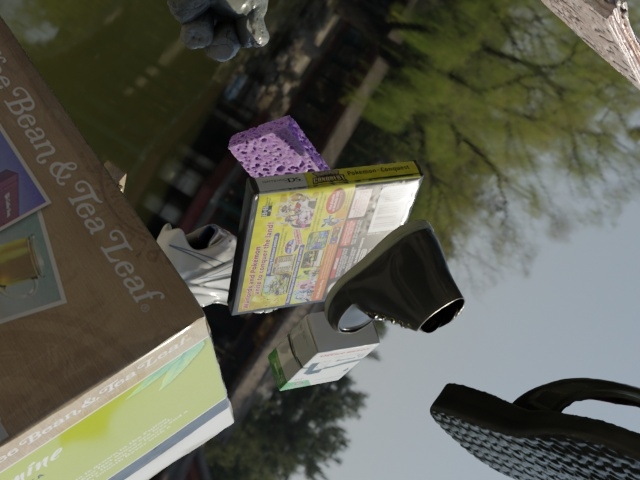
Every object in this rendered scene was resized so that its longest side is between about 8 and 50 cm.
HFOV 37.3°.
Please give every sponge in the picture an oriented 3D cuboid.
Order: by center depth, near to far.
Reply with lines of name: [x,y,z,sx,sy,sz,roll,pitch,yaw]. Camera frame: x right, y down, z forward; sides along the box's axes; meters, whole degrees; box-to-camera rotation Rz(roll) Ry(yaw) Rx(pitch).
sponge: [-0.042,-0.099,1.495,0.117,0.210,0.031,-14,-139,31]

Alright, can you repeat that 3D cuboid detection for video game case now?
video game case: [0.000,0.000,1.375,0.275,0.248,0.035,105,-29,-48]

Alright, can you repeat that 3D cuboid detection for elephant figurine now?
elephant figurine: [-0.157,-0.399,1.468,0.186,0.169,0.239,-21,-142,11]

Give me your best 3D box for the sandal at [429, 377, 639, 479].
sandal: [0.263,0.191,0.931,0.107,0.167,0.446,-50,-158,-15]

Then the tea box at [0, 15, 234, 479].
tea box: [-0.247,0.034,0.720,0.220,0.329,0.323,-32,161,-15]

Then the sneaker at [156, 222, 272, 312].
sneaker: [-0.148,0.043,1.526,0.297,0.111,0.129,5,105,-47]

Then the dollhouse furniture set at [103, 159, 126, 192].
dollhouse furniture set: [-0.230,0.029,1.024,0.151,0.123,0.144,-55,-178,-23]

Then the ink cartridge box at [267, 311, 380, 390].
ink cartridge box: [0.005,0.221,1.938,0.208,0.153,0.087,-51,-128,52]

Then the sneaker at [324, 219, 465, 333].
sneaker: [0.083,0.083,1.163,0.083,0.118,0.222,-7,150,-34]

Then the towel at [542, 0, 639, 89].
towel: [0.465,-0.423,1.686,0.053,0.332,0.317,-41,146,12]
